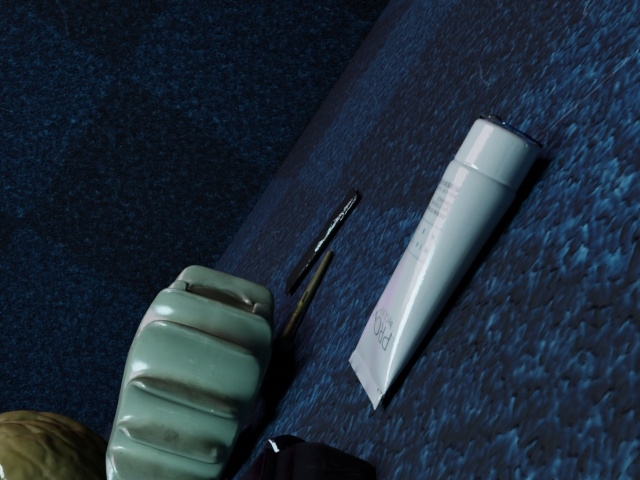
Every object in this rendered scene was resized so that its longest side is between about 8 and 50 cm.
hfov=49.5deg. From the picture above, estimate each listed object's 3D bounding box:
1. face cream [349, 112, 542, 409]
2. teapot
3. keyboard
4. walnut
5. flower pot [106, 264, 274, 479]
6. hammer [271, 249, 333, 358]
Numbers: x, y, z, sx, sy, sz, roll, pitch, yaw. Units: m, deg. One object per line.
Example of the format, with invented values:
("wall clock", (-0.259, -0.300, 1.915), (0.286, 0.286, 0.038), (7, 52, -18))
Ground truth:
("face cream", (0.093, 0.016, 0.567), (0.243, 0.058, 0.092), (-61, 15, 9))
("teapot", (-0.026, 0.191, 0.459), (0.087, 0.096, 0.177), (-53, 11, 20))
("keyboard", (0.002, 0.001, 1.113), (0.196, 0.015, 0.074), (-54, 7, 11))
("walnut", (-0.424, 0.401, 1.041), (0.252, 0.313, 0.277), (-39, 5, 4))
("flower pot", (-0.163, 0.171, 0.921), (0.367, 0.164, 0.254), (-103, 32, -81))
("hammer", (-0.023, 0.087, 0.968), (0.062, 0.017, 0.182), (-40, 18, 56))
